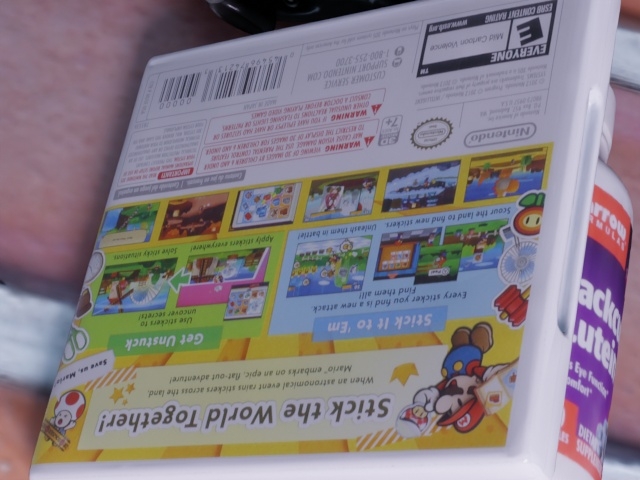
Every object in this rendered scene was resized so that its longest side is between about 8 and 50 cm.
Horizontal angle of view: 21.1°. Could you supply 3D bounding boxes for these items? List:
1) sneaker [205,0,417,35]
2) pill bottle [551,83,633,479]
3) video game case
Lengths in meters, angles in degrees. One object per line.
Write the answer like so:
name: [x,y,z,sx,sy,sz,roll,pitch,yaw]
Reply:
sneaker: [-0.034,-0.176,0.786,0.293,0.102,0.146,28,65,6]
pill bottle: [0.070,0.020,0.701,0.108,0.108,0.193,13,64,-1]
video game case: [0.000,0.000,0.673,0.227,0.026,0.206,-7,57,34]
